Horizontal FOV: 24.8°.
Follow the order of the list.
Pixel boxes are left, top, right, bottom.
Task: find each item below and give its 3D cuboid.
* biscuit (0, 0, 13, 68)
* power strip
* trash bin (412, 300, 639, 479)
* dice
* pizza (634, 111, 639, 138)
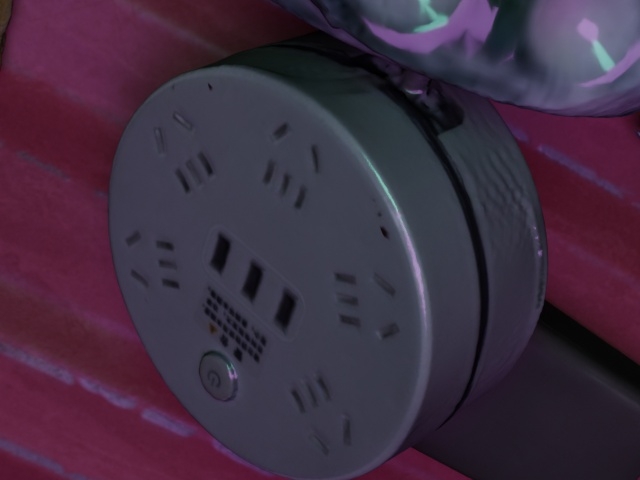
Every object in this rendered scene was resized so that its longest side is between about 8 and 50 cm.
[{"bbox_3d":[-0.282,-0.272,1.170,0.154,0.045,0.299,25,107,-11],"label":"biscuit"},{"bbox_3d":[0.000,0.000,1.131,0.357,0.161,0.358,19,120,37],"label":"power strip"},{"bbox_3d":[0.179,0.142,1.321,0.240,0.122,0.164,33,106,-17],"label":"trash bin"},{"bbox_3d":[0.134,-0.294,1.028,0.330,0.348,0.328,18,110,-9],"label":"dice"},{"bbox_3d":[0.334,-0.113,1.247,0.154,0.069,0.194,17,141,28],"label":"pizza"}]
